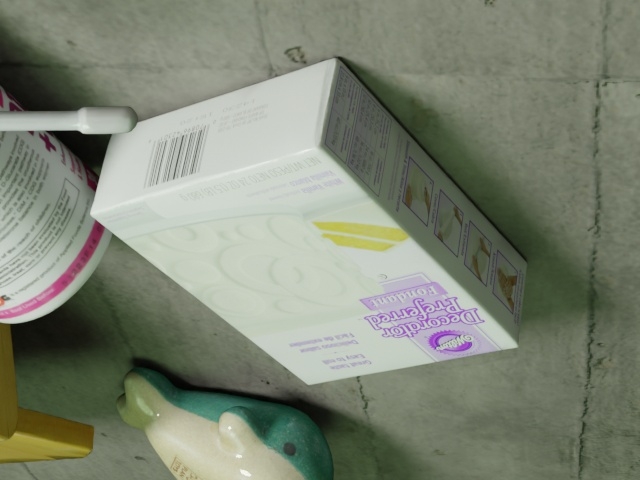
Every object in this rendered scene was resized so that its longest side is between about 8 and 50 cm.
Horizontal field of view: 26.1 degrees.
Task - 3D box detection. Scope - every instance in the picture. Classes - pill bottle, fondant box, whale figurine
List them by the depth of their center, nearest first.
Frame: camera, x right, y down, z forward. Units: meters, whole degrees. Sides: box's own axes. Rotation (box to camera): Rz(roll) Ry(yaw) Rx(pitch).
[{"bbox_3d":[-0.312,-0.065,1.130,0.160,0.160,0.283,-10,143,29],"label":"pill bottle"},{"bbox_3d":[0.000,0.000,1.211,0.238,0.096,0.330,-14,142,33],"label":"fondant box"},{"bbox_3d":[-0.105,0.228,1.600,0.272,0.141,0.216,35,148,6],"label":"whale figurine"}]

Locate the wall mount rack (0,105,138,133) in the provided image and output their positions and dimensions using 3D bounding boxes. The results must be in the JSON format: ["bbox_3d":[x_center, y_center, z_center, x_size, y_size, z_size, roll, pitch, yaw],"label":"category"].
[{"bbox_3d":[-0.282,-0.173,0.883,0.304,0.350,0.130,-1,-177,22],"label":"wall mount rack"}]

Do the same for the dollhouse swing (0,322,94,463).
[{"bbox_3d":[-0.434,0.094,1.437,0.347,0.315,0.305,-9,175,28],"label":"dollhouse swing"}]
